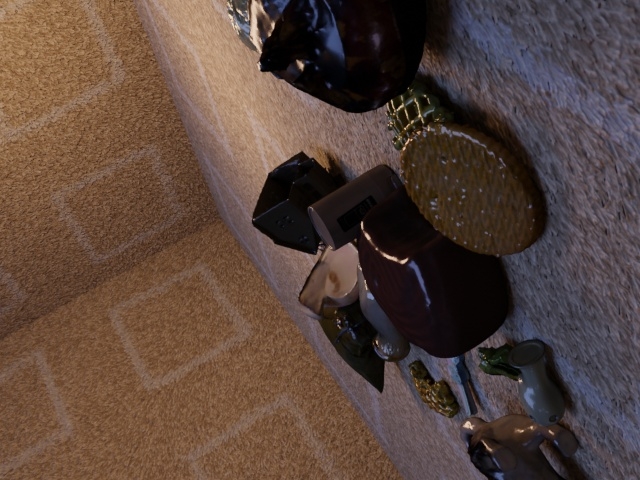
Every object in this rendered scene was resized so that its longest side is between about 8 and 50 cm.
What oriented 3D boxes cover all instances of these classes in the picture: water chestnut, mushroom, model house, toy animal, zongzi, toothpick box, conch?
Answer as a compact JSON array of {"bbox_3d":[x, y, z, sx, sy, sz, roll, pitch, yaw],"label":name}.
[{"bbox_3d":[0.008,-0.310,1.057,0.300,0.300,0.300,56,167,20],"label":"water chestnut"},{"bbox_3d":[0.066,0.129,2.086,0.162,0.236,0.173,14,159,33],"label":"mushroom"},{"bbox_3d":[-0.007,-0.076,1.903,0.243,0.204,0.211,42,-139,-27],"label":"model house"},{"bbox_3d":[0.415,0.499,1.498,0.344,0.194,0.302,63,162,0],"label":"toy animal"},{"bbox_3d":[0.144,0.328,2.230,0.360,0.160,0.323,63,169,-7],"label":"zongzi"},{"bbox_3d":[0.077,-0.068,1.546,0.111,0.180,0.111,56,169,17],"label":"toothpick box"},{"bbox_3d":[0.170,0.179,1.958,0.159,0.122,0.329,-81,-19,-44],"label":"mushroom"},{"bbox_3d":[0.345,0.233,1.406,0.121,0.074,0.089,33,-166,20],"label":"conch"}]

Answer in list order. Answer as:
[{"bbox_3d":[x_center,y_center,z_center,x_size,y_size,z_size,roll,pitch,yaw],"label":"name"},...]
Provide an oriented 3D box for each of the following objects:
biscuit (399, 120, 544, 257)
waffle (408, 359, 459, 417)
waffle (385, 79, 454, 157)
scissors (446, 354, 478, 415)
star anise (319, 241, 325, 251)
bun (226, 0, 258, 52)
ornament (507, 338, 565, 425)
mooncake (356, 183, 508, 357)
[{"bbox_3d":[0.224,-0.075,1.132,0.254,0.035,0.254,34,152,21],"label":"biscuit"},{"bbox_3d":[0.303,0.409,2.042,0.149,0.051,0.194,61,168,-11],"label":"waffle"},{"bbox_3d":[0.174,-0.164,1.227,0.208,0.054,0.214,45,160,45],"label":"waffle"},{"bbox_3d":[0.324,0.307,1.768,0.125,0.030,0.256,30,144,66],"label":"scissors"},{"bbox_3d":[-0.006,-0.007,2.300,0.124,0.056,0.129,48,178,36],"label":"star anise"},{"bbox_3d":[-0.115,-0.466,1.504,0.220,0.134,0.220,60,168,21],"label":"bun"},{"bbox_3d":[0.381,0.256,1.323,0.081,0.075,0.156,9,132,51],"label":"ornament"},{"bbox_3d":[0.196,0.059,1.395,0.326,0.174,0.334,57,169,23],"label":"mooncake"}]
